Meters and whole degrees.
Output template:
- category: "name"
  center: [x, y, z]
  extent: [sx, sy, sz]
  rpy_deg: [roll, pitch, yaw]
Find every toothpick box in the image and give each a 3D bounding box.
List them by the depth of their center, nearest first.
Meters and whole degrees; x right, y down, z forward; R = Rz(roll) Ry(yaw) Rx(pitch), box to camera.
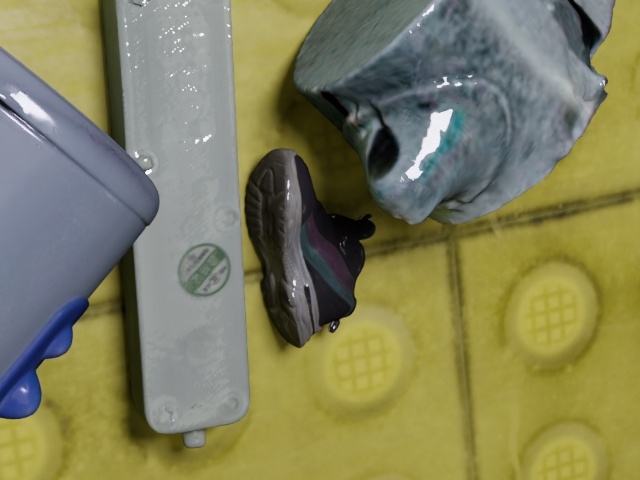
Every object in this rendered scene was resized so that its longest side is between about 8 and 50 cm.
- category: "toothpick box"
  center: [-0.290, 0.043, 0.876]
  extent: [0.263, 0.263, 0.354]
  rpy_deg: [41, 83, -25]

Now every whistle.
- category: "whistle"
  center: [0.144, -0.190, 1.058]
  extent: [0.168, 0.188, 0.404]
  rpy_deg: [42, 81, -24]

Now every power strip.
- category: "power strip"
  center: [-0.112, -0.020, 1.045]
  extent: [0.091, 0.062, 0.385]
  rpy_deg: [-7, 102, -23]

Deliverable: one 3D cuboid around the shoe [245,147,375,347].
- category: "shoe"
  center: [0.000, 0.000, 1.098]
  extent: [0.099, 0.071, 0.169]
  rpy_deg: [-15, 109, -24]
